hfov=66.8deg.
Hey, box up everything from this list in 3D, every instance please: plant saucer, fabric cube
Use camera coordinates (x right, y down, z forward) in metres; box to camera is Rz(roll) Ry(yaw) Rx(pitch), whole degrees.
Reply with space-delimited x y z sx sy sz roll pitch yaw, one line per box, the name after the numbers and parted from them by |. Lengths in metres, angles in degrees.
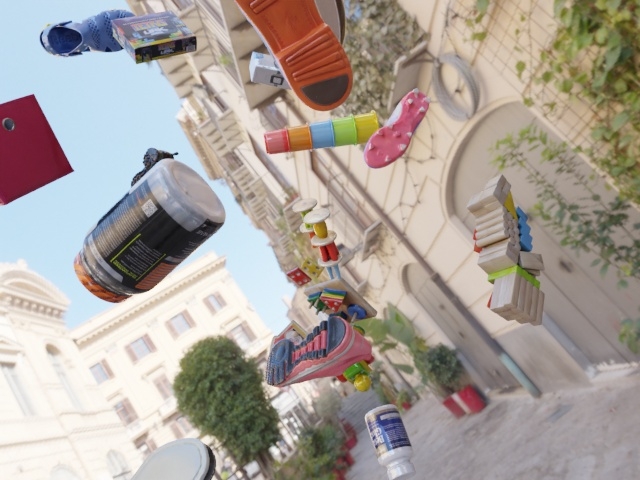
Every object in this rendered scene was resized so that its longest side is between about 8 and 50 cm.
-0.025 -0.575 1.203 0.050 0.311 0.311 -30 -18 -21 | plant saucer
-0.980 -0.267 1.478 0.258 0.259 0.254 -3 28 31 | fabric cube

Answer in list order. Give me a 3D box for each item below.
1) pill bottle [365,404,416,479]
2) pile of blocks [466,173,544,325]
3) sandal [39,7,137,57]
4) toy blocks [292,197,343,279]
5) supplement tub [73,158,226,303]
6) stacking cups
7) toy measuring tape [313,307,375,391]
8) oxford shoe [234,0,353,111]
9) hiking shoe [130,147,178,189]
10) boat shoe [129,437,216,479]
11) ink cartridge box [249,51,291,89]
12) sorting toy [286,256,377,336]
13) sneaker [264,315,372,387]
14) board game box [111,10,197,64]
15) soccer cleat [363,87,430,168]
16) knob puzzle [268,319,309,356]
0.182 0.519 1.242 0.094 0.170 0.094 -12 -39 -10 | pill bottle
0.437 0.029 1.167 0.148 0.363 0.112 10 -23 -30 | pile of blocks
-0.702 -0.619 1.471 0.316 0.138 0.126 -17 -62 -3 | sandal
0.000 0.000 0.986 0.054 0.123 0.148 -24 -61 -12 | toy blocks
-0.407 -0.014 1.150 0.338 0.207 0.207 -39 -15 13 | supplement tub
0.002 -0.285 1.347 0.315 0.096 0.096 -12 -19 -2 | stacking cups
0.062 0.280 1.312 0.121 0.330 0.122 -12 -53 -16 | toy measuring tape
-0.071 -0.375 0.752 0.129 0.364 0.133 -25 23 -1 | oxford shoe
-0.552 -0.207 1.626 0.114 0.086 0.227 -3 -39 -49 | hiking shoe
-0.271 0.436 0.817 0.302 0.114 0.091 -38 -44 17 | boat shoe
-0.146 -0.576 1.659 0.179 0.104 0.060 5 -45 -21 | ink cartridge box
0.033 0.149 1.120 0.132 0.274 0.046 -24 29 46 | sorting toy
-0.010 0.288 1.132 0.136 0.116 0.313 32 -46 -29 | sneaker
-0.433 -0.535 1.268 0.170 0.141 0.048 -27 -27 -30 | board game box
0.173 -0.248 1.125 0.248 0.083 0.095 -56 1 -22 | soccer cleat
-0.083 0.377 1.580 0.213 0.213 0.030 -28 -13 -33 | knob puzzle
